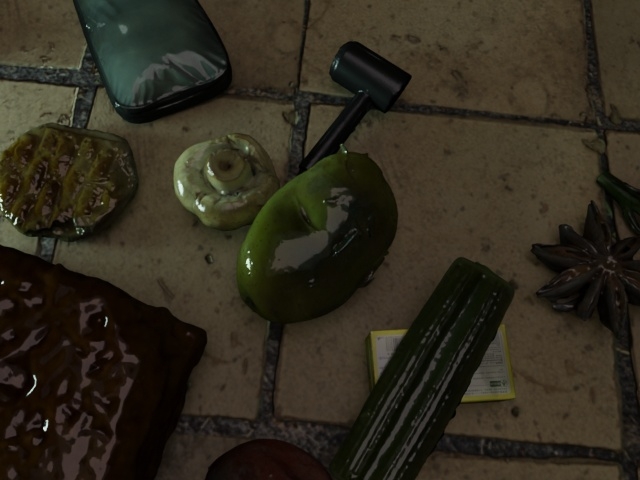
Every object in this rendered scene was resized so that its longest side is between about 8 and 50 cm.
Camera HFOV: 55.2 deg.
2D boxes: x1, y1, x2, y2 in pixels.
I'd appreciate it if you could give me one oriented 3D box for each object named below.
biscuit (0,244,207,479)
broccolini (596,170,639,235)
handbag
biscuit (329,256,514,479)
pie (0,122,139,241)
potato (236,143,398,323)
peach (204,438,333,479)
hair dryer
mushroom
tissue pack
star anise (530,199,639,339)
[{"bbox_3d":[-0.367,0.181,0.694,0.394,0.166,0.343,17,67,5],"label":"biscuit"},{"bbox_3d":[0.480,-0.027,0.871,0.202,0.068,0.091,44,92,14],"label":"broccolini"},{"bbox_3d":[-0.276,-0.347,0.952,0.191,0.075,0.332,-24,76,-8],"label":"handbag"},{"bbox_3d":[0.131,0.160,0.731,0.099,0.038,0.323,32,73,11],"label":"biscuit"},{"bbox_3d":[-0.356,-0.081,0.857,0.195,0.046,0.195,1,67,-3],"label":"pie"},{"bbox_3d":[0.000,0.000,0.786,0.169,0.143,0.248,46,74,-4],"label":"potato"},{"bbox_3d":[-0.065,0.295,0.688,0.151,0.152,0.152,1,69,-3],"label":"peach"},{"bbox_3d":[0.022,-0.179,0.914,0.114,0.070,0.248,36,80,9],"label":"hair dryer"},{"bbox_3d":[-0.126,-0.080,0.834,0.147,0.112,0.148,3,74,-10],"label":"mushroom"},{"bbox_3d":[0.149,0.162,0.783,0.175,0.062,0.095,-3,71,-5],"label":"tissue pack"},{"bbox_3d":[0.389,0.042,0.840,0.195,0.065,0.182,33,68,20],"label":"star anise"}]
